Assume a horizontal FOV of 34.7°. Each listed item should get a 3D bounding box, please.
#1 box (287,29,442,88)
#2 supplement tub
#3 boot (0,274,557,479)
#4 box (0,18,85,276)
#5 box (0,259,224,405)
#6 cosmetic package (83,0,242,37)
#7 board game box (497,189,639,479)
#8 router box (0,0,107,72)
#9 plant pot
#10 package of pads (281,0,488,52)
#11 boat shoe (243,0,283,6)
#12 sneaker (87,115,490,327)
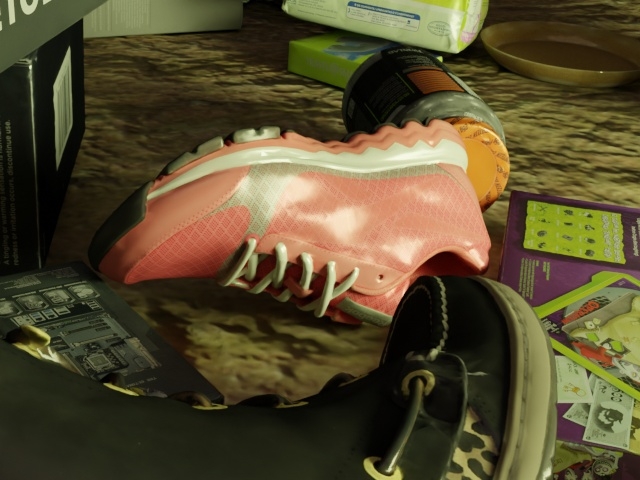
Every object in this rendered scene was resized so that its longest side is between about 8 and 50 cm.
[{"bbox_3d":[0.060,-0.211,1.240,0.178,0.042,0.109,24,33,35],"label":"box"},{"bbox_3d":[0.094,-0.097,0.933,0.117,0.117,0.190,-2,28,-13],"label":"supplement tub"},{"bbox_3d":[-0.053,0.095,0.450,0.284,0.138,0.377,21,35,0],"label":"boot"},{"bbox_3d":[-0.353,-0.116,0.822,0.294,0.182,0.296,3,28,-6],"label":"box"},{"bbox_3d":[-0.198,0.094,0.567,0.233,0.059,0.183,-15,32,-35],"label":"box"},{"bbox_3d":[-0.234,-0.341,1.387,0.238,0.107,0.127,-5,28,-25],"label":"cosmetic package"},{"bbox_3d":[0.224,0.064,0.715,0.208,0.056,0.347,6,26,11],"label":"board game box"},{"bbox_3d":[-0.299,-0.178,0.673,0.243,0.081,0.309,10,29,9],"label":"router box"},{"bbox_3d":[0.329,-0.247,1.369,0.236,0.032,0.236,5,26,-2],"label":"plant pot"},{"bbox_3d":[0.098,-0.313,1.316,0.229,0.101,0.296,13,15,8],"label":"package of pads"},{"bbox_3d":[-0.124,-0.392,1.547,0.319,0.116,0.099,33,81,33],"label":"boat shoe"},{"bbox_3d":[0.001,0.000,0.710,0.314,0.116,0.136,-12,70,-33],"label":"sneaker"}]
